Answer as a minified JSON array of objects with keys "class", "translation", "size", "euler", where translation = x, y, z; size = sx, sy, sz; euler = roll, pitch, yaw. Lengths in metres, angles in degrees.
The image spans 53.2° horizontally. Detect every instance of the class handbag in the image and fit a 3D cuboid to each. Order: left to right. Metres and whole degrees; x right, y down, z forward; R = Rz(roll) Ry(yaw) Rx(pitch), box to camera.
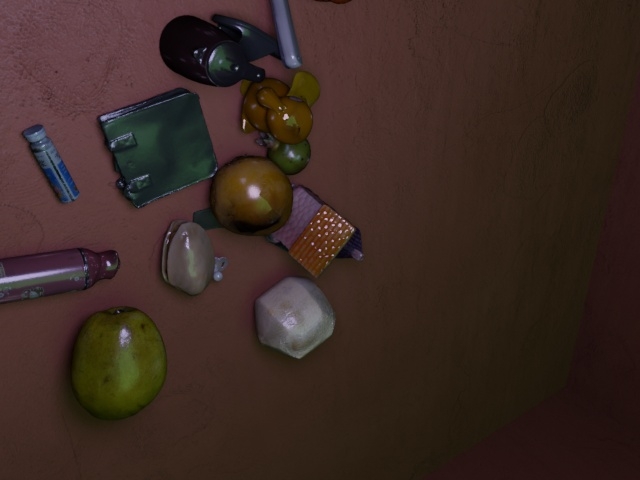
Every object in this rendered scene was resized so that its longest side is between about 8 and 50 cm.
[{"class":"handbag","translation":[-0.403,-0.234,1.605],"size":[0.260,0.079,0.247],"euler":[-27,129,-22]}]

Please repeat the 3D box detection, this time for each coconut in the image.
[{"class":"coconut","translation":[-0.090,0.254,2.031],"size":[0.247,0.245,0.245],"euler":[-37,132,-13]}]

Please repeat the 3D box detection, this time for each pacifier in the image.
[{"class":"pacifier","translation":[-0.310,0.089,1.869],"size":[0.099,0.078,0.081],"euler":[-10,141,-34]}]

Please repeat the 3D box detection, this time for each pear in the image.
[{"class":"pear","translation":[-0.540,0.324,1.712],"size":[0.253,0.253,0.307],"euler":[-10,108,-34]}]

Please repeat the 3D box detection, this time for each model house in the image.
[{"class":"model house","translation":[0.000,0.000,1.925],"size":[0.202,0.237,0.237],"euler":[-50,143,3]}]

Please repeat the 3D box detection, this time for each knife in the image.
[{"class":"knife","translation":[-0.254,-0.072,1.857],"size":[0.245,0.019,0.072],"euler":[-9,119,-32]},{"class":"knife","translation":[-0.092,-0.565,1.606],"size":[0.073,0.041,0.265],"euler":[-29,108,-65]}]

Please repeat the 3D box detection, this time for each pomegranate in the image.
[{"class":"pomegranate","translation":[-0.107,-0.247,1.796],"size":[0.159,0.129,0.129],"euler":[0,115,-26]}]

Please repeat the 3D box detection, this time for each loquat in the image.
[{"class":"loquat","translation":[-0.188,-0.120,1.736],"size":[0.235,0.235,0.235],"euler":[-19,125,-29]}]

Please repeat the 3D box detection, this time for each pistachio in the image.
[{"class":"pistachio","translation":[-0.368,0.051,1.768],"size":[0.152,0.126,0.223],"euler":[-23,117,-32]}]

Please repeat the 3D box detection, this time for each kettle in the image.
[{"class":"kettle","translation":[-0.249,-0.425,1.504],"size":[0.202,0.232,0.144],"euler":[16,106,-43]}]

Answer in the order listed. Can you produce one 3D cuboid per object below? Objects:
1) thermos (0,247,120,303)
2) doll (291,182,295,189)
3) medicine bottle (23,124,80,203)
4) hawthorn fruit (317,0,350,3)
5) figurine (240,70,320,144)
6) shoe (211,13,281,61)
[{"class":"thermos","translation":[-0.660,0.093,1.575],"size":[0.330,0.109,0.136],"euler":[-9,120,-34]},{"class":"doll","translation":[-0.113,-0.151,1.908],"size":[0.057,0.039,0.114],"euler":[-44,146,21]},{"class":"medicine bottle","translation":[-0.623,-0.175,1.487],"size":[0.051,0.051,0.191],"euler":[-30,130,-20]},{"class":"hawthorn fruit","translation":[0.044,-0.724,1.587],"size":[0.243,0.207,0.207],"euler":[-55,135,-9]},{"class":"figurine","translation":[-0.108,-0.342,1.665],"size":[0.215,0.228,0.215],"euler":[-7,99,-49]},{"class":"shoe","translation":[-0.173,-0.485,1.617],"size":[0.241,0.108,0.093],"euler":[16,101,-46]}]
